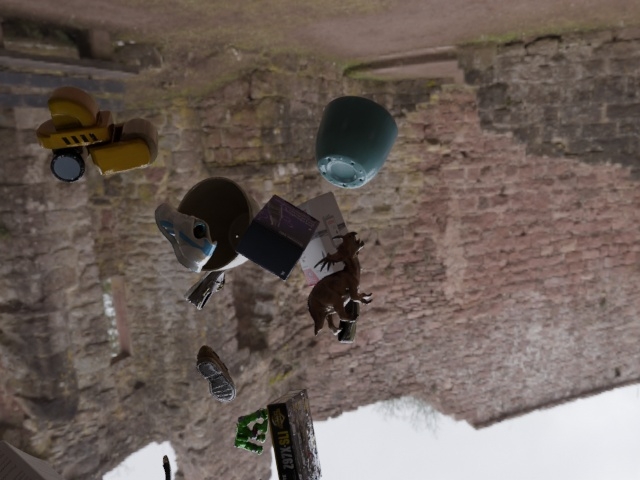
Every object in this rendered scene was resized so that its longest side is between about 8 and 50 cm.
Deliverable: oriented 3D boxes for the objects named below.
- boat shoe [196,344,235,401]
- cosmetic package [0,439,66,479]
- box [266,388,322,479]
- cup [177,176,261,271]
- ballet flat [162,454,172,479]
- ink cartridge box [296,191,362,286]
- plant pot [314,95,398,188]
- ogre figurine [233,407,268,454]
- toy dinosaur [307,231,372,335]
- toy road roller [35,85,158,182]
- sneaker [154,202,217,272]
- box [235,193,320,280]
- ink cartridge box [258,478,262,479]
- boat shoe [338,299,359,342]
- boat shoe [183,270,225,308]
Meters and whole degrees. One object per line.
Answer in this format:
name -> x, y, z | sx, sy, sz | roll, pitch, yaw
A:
boat shoe -> -0.434, 0.565, 2.335 | 0.110, 0.307, 0.104 | -14, -141, 1
cosmetic package -> -1.040, 0.980, 1.917 | 0.393, 0.329, 0.327 | 27, -118, 21
box -> -0.086, 0.700, 1.897 | 0.079, 0.322, 0.257 | -12, 173, 12
cup -> -0.323, -0.041, 1.981 | 0.331, 0.331, 0.237 | 2, 172, 28
ballet flat -> -0.573, 0.882, 2.026 | 0.049, 0.173, 0.057 | -3, 172, -10
ink cartridge box -> 0.000, 0.000, 1.881 | 0.117, 0.283, 0.207 | -21, 180, -31
plant pot -> 0.112, -0.333, 1.996 | 0.293, 0.293, 0.235 | 2, -124, 28
ogre figurine -> -0.265, 0.729, 2.099 | 0.118, 0.197, 0.097 | 6, -140, -15
toy dinosaur -> 0.035, 0.135, 1.548 | 0.296, 0.200, 0.127 | -45, 179, -24
toy road roller -> -0.662, -0.331, 1.622 | 0.329, 0.241, 0.202 | -11, -146, -10
sneaker -> -0.326, -0.026, 1.338 | 0.229, 0.092, 0.087 | 48, -167, 33
box -> -0.106, -0.012, 1.437 | 0.153, 0.108, 0.207 | 31, -155, -3
ink cartridge box -> -0.229, 0.737, 1.360 | 0.201, 0.117, 0.278 | -45, 164, 5
boat shoe -> 0.083, 0.240, 1.681 | 0.049, 0.152, 0.056 | 3, -178, -37
boat shoe -> -0.456, 0.176, 2.306 | 0.324, 0.097, 0.116 | -43, -176, 31
